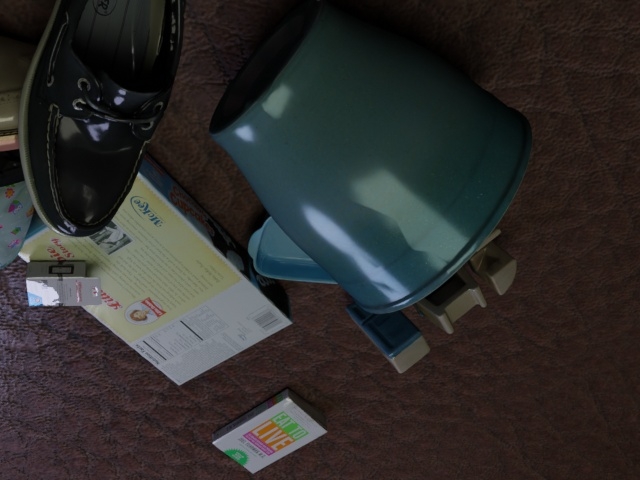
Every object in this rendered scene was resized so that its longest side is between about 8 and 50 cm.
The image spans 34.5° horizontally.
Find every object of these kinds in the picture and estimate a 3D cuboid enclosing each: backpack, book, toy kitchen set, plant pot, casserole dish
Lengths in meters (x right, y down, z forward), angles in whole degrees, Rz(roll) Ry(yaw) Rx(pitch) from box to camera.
[{"bbox_3d":[-0.377,-0.045,1.104,0.152,0.115,0.182,-10,146,-38],"label":"backpack"},{"bbox_3d":[-0.076,0.283,1.533,0.144,0.035,0.096,-34,125,18],"label":"book"},{"bbox_3d":[0.124,0.030,1.322,0.207,0.122,0.166,-37,131,-7],"label":"toy kitchen set"},{"bbox_3d":[0.033,-0.104,1.076,0.255,0.271,0.271,37,115,-20],"label":"plant pot"},{"bbox_3d":[0.000,0.000,1.296,0.188,0.037,0.114,5,129,-16],"label":"casserole dish"}]

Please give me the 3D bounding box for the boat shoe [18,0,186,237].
[{"bbox_3d":[-0.190,-0.161,0.957,0.127,0.113,0.340,15,93,-35],"label":"boat shoe"}]

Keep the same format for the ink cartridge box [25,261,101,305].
[{"bbox_3d":[-0.297,0.050,1.199,0.083,0.028,0.048,0,133,-9],"label":"ink cartridge box"}]

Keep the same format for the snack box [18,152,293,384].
[{"bbox_3d":[-0.199,0.041,1.269,0.187,0.060,0.322,-29,130,15],"label":"snack box"}]

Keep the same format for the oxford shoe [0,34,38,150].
[{"bbox_3d":[-0.385,-0.180,0.987,0.397,0.140,0.146,1,124,-16],"label":"oxford shoe"}]
